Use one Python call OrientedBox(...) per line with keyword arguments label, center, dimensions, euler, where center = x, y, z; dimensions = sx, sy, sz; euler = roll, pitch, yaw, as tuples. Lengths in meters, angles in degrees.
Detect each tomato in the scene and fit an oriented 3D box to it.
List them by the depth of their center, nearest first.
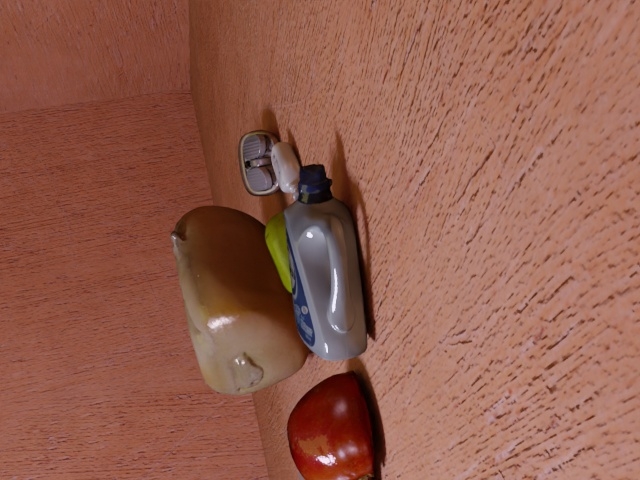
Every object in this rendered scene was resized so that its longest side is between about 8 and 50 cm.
OrientedBox(label="tomato", center=(0.015, 0.334, 1.617), dimensions=(0.200, 0.139, 0.233), euler=(-102, 9, -48))

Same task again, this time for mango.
OrientedBox(label="mango", center=(-0.056, 0.024, 1.846), dimensions=(0.117, 0.089, 0.163), euler=(157, 103, -79))

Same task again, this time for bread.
OrientedBox(label="bread", center=(-0.169, 0.138, 2.092), dimensions=(0.376, 0.253, 0.348), euler=(-109, 9, -46))

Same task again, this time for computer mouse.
OrientedBox(label="computer mouse", center=(-0.135, -0.168, 2.113), dimensions=(0.236, 0.082, 0.145), euler=(-160, 62, -79))

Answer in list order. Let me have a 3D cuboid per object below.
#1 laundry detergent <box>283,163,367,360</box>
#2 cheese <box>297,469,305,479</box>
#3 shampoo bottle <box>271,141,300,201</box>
OrientedBox(label="laundry detergent", center=(0.007, 0.024, 1.491), dimensions=(0.215, 0.105, 0.280), euler=(-126, 30, -68))
OrientedBox(label="cheese", center=(0.001, 0.416, 1.915), dimensions=(0.163, 0.082, 0.286), euler=(-113, 18, -47))
OrientedBox(label="shampoo bottle", center=(-0.059, -0.125, 1.850), dimensions=(0.152, 0.045, 0.077), euler=(-111, 17, -52))
